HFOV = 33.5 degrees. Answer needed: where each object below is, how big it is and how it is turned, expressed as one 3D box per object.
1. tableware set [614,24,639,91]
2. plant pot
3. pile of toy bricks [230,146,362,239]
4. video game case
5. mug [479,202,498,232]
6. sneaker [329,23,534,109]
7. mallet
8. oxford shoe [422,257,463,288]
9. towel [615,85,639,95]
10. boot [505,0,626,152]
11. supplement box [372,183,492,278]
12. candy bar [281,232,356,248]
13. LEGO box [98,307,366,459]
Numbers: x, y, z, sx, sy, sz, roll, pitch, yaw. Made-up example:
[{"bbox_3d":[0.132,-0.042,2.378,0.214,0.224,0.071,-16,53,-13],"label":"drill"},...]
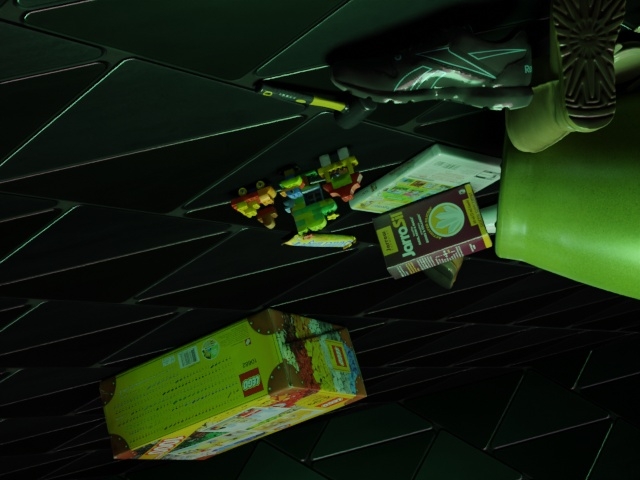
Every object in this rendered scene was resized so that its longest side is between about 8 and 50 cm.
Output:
[{"bbox_3d":[0.477,-0.295,1.540,0.128,0.039,0.194,8,146,-38],"label":"tableware set"},{"bbox_3d":[0.455,-0.073,1.650,0.353,0.366,0.366,5,163,11],"label":"plant pot"},{"bbox_3d":[-0.024,-0.054,1.694,0.212,0.105,0.118,-20,160,12],"label":"pile of toy bricks"},{"bbox_3d":[0.195,-0.099,1.866,0.206,0.026,0.227,-31,156,36],"label":"video game case"},{"bbox_3d":[0.339,-0.038,2.094,0.064,0.062,0.078,-10,154,5],"label":"mug"},{"bbox_3d":[0.146,-0.232,1.389,0.268,0.106,0.101,2,-162,-3],"label":"sneaker"},{"bbox_3d":[-0.002,-0.195,1.443,0.062,0.039,0.190,-30,152,37],"label":"mallet"},{"bbox_3d":[0.271,0.052,2.278,0.076,0.076,0.212,-53,178,-13],"label":"oxford shoe"},{"bbox_3d":[0.488,-0.217,1.769,0.119,0.029,0.067,-27,159,27],"label":"towel"},{"bbox_3d":[0.311,-0.242,1.419,0.089,0.236,0.269,4,-179,-5],"label":"boot"},{"bbox_3d":[0.199,-0.015,1.902,0.188,0.104,0.081,-20,160,8],"label":"supplement box"},{"bbox_3d":[0.000,0.000,1.990,0.162,0.018,0.040,3,153,-41],"label":"candy bar"},{"bbox_3d":[-0.207,0.355,2.525,0.500,0.193,0.372,-25,158,23],"label":"LEGO box"}]
